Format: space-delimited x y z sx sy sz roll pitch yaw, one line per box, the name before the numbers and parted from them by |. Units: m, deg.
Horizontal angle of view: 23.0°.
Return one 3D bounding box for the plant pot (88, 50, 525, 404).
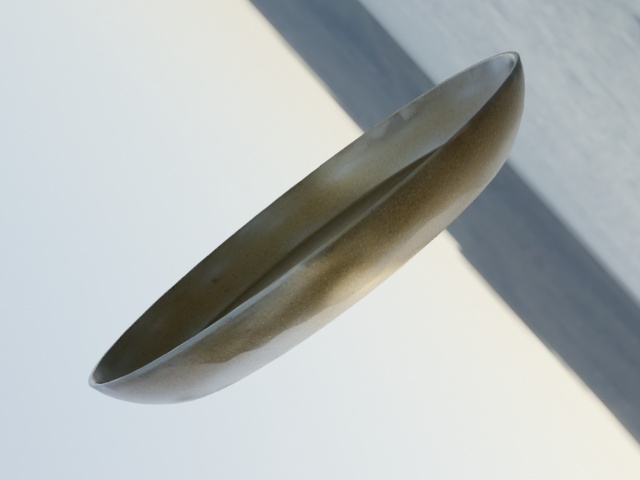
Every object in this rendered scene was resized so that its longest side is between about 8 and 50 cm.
plant pot | 0.000 0.000 0.695 0.032 0.236 0.236 52 -174 -7
